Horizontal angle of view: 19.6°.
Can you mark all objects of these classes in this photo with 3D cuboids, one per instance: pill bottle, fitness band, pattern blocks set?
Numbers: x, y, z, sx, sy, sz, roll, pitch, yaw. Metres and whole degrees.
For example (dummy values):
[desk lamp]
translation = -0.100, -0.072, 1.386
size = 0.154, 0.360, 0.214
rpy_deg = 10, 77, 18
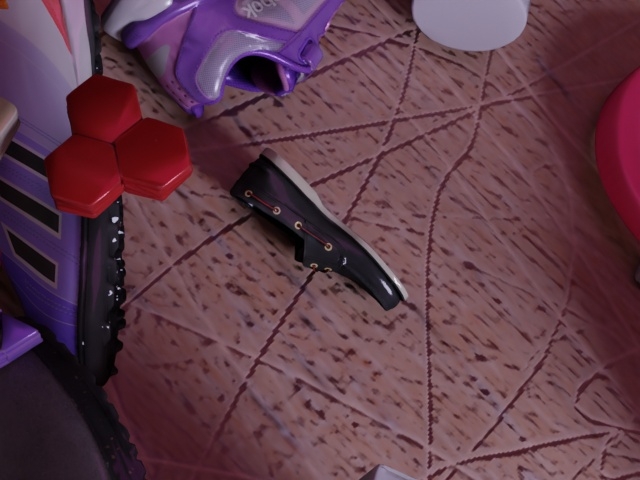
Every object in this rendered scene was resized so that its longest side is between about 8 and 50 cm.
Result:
[pill bottle]
translation = 0.117, -0.229, 1.320
size = 0.108, 0.108, 0.180
rpy_deg = 20, 57, -15
[fitness band]
translation = 0.325, -0.018, 1.344
size = 0.291, 0.054, 0.209
rpy_deg = 30, 52, -9
[pattern blocks set]
translation = -0.266, -0.052, 1.015
size = 0.325, 0.026, 0.285
rpy_deg = 38, 72, 13

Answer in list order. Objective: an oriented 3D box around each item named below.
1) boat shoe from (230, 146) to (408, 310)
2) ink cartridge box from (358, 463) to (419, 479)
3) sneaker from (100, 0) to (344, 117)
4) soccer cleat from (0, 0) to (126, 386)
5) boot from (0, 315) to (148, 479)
[boat shoe]
translation = 0.000, 0.000, 1.180
size = 0.133, 0.049, 0.042
rpy_deg = 43, 81, -7
[ink cartridge box]
translation = 0.034, 0.224, 0.989
size = 0.127, 0.176, 0.128
rpy_deg = 25, 56, -12
[sneaker]
translation = -0.026, -0.151, 1.225
size = 0.236, 0.095, 0.104
rpy_deg = -27, 84, -29
[soccer cleat]
translation = -0.180, -0.056, 1.097
size = 0.116, 0.108, 0.318
rpy_deg = -7, 67, -8
[boot]
translation = -0.182, 0.209, 0.938
size = 0.222, 0.118, 0.338
rpy_deg = -16, 66, -25
